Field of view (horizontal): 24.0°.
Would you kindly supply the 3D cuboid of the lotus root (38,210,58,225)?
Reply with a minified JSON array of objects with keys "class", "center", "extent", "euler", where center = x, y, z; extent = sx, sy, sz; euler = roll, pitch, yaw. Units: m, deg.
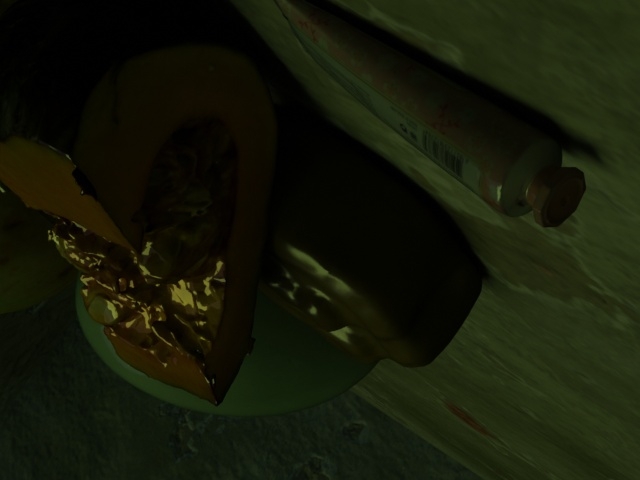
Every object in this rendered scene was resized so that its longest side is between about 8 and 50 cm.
[{"class":"lotus root","center":[-0.193,-0.062,1.468],"extent":[0.275,0.160,0.152],"euler":[35,-177,17]}]

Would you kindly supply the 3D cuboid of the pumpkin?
[{"class":"pumpkin","center":[-0.136,-0.024,0.969],"extent":[0.139,0.281,0.190],"euler":[20,-163,40]}]

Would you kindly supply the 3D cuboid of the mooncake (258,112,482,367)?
[{"class":"mooncake","center":[0.000,0.000,1.120],"extent":[0.235,0.117,0.235],"euler":[33,173,4]}]

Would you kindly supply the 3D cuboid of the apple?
[{"class":"apple","center":[-0.403,-0.065,1.856],"extent":[0.338,0.305,0.338],"euler":[35,174,4]}]

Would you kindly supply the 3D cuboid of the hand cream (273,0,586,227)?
[{"class":"hand cream","center":[0.047,-0.071,0.756],"extent":[0.209,0.043,0.067],"euler":[38,173,35]}]

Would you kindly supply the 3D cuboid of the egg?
[{"class":"egg","center":[-0.071,0.052,1.312],"extent":[0.282,0.203,0.203],"euler":[3,177,-8]}]

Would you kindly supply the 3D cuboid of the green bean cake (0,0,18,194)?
[{"class":"green bean cake","center":[-0.296,-0.153,1.213],"extent":[0.310,0.202,0.285],"euler":[35,175,17]}]
